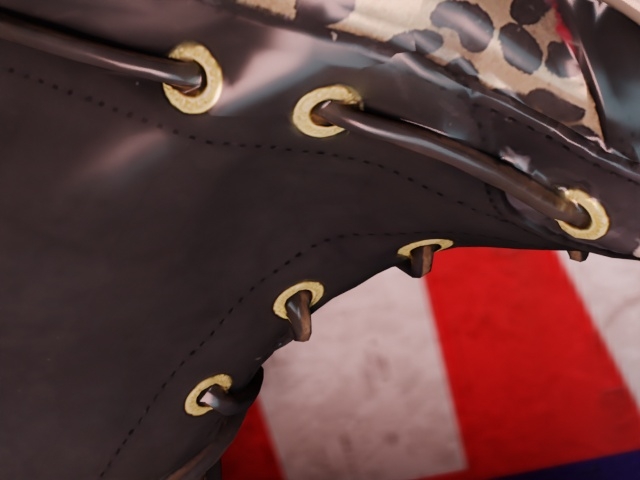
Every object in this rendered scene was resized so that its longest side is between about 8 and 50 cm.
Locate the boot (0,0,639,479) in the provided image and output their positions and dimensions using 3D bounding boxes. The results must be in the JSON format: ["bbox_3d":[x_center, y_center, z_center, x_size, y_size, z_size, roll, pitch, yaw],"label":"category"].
[{"bbox_3d":[0.000,0.000,0.461,0.377,0.138,0.284,23,121,-16],"label":"boot"}]
